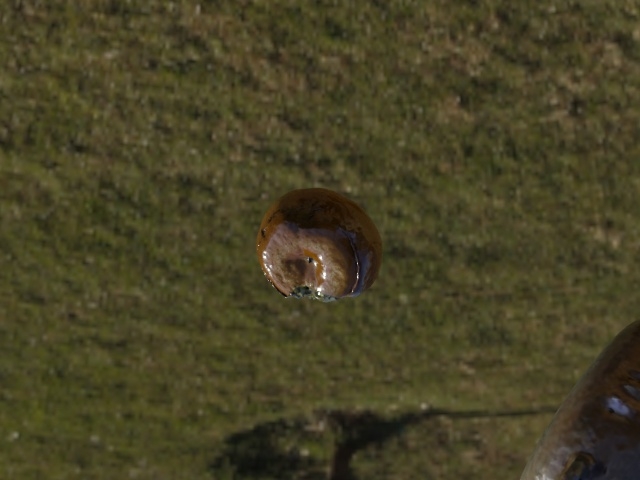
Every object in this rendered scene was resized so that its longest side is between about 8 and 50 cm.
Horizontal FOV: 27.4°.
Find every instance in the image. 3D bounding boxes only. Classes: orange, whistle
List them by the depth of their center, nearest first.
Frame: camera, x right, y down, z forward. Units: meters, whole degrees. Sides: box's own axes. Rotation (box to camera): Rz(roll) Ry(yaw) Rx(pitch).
[{"bbox_3d":[0.142,0.078,0.570,0.057,0.220,0.107,32,111,19],"label":"whistle"},{"bbox_3d":[0.000,0.000,0.884,0.086,0.062,0.086,10,123,16],"label":"orange"}]
